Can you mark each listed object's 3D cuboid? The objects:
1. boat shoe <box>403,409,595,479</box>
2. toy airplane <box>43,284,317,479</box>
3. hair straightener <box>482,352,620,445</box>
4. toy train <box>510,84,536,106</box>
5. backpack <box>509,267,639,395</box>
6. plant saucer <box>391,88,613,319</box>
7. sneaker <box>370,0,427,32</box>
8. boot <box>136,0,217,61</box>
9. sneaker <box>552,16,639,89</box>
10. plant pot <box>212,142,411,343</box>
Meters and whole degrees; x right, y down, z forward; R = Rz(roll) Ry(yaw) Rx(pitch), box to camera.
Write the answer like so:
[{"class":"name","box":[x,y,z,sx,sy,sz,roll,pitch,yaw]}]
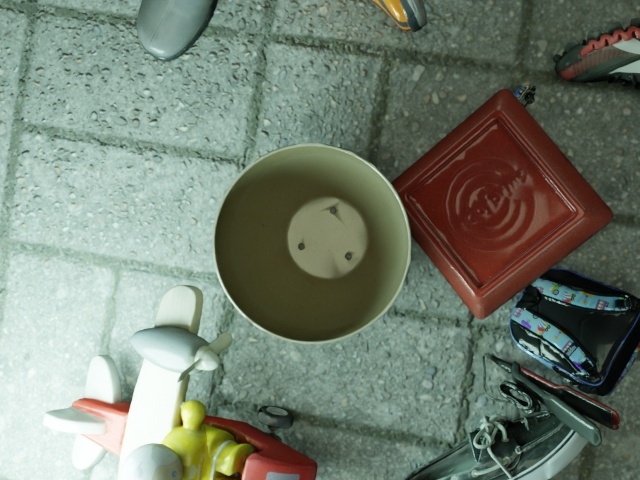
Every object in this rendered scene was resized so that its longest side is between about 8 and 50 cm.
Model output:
[{"class":"boat shoe","box":[0.266,0.323,1.385,0.306,0.113,0.105,-33,103,17]},{"class":"toy airplane","box":[-0.247,0.314,1.375,0.384,0.272,0.386,-32,89,9]},{"class":"hair straightener","box":[0.322,0.235,1.346,0.089,0.047,0.230,-34,45,-26]},{"class":"toy train","box":[0.275,-0.179,1.401,0.036,0.027,0.158,42,99,16]},{"class":"backpack","box":[0.380,0.131,1.354,0.173,0.117,0.158,26,83,35]},{"class":"plant saucer","box":[0.256,-0.054,1.364,0.258,0.047,0.259,-40,77,16]},{"class":"sneaker","box":[0.021,-0.417,1.388,0.180,0.124,0.321,-35,77,12]},{"class":"boot","box":[-0.205,-0.440,1.354,0.118,0.223,0.338,28,96,5]},{"class":"sneaker","box":[0.487,-0.258,1.329,0.276,0.097,0.135,-10,89,7]},{"class":"plant pot","box":[0.000,0.000,1.365,0.284,0.191,0.284,0,93,9]}]
